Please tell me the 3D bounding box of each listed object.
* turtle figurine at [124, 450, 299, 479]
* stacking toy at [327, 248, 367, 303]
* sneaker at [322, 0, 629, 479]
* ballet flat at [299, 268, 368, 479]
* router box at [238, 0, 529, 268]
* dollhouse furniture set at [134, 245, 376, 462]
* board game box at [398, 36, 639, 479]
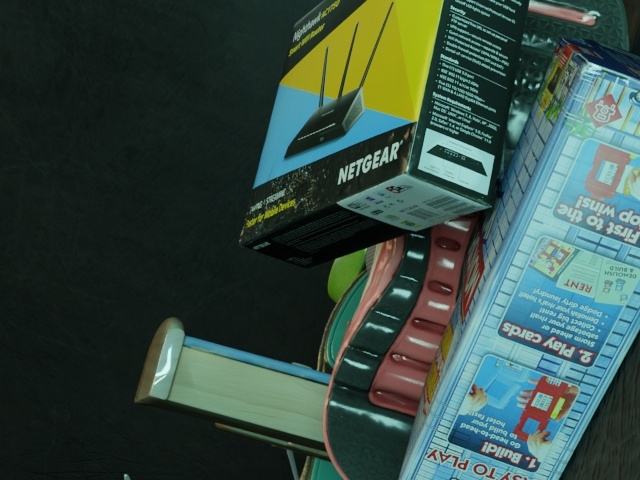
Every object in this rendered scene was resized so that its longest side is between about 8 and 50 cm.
[{"bbox_3d":[-0.091,0.407,1.405,0.198,0.274,0.266,-26,-34,-34],"label":"turtle figurine"},{"bbox_3d":[0.069,-0.080,1.248,0.279,0.130,0.309,-28,-37,-57],"label":"stacking toy"},{"bbox_3d":[0.077,-0.011,0.660,0.136,0.116,0.314,-38,-32,-84],"label":"sneaker"},{"bbox_3d":[0.038,0.156,1.088,0.106,0.107,0.316,96,-166,-53],"label":"ballet flat"},{"bbox_3d":[0.027,-0.066,0.542,0.179,0.046,0.133,-21,52,62],"label":"router box"},{"bbox_3d":[0.000,0.000,0.862,0.286,0.198,0.303,144,142,-73],"label":"dollhouse furniture set"},{"bbox_3d":[0.092,0.015,0.486,0.194,0.060,0.194,-65,-5,-74],"label":"board game box"}]
